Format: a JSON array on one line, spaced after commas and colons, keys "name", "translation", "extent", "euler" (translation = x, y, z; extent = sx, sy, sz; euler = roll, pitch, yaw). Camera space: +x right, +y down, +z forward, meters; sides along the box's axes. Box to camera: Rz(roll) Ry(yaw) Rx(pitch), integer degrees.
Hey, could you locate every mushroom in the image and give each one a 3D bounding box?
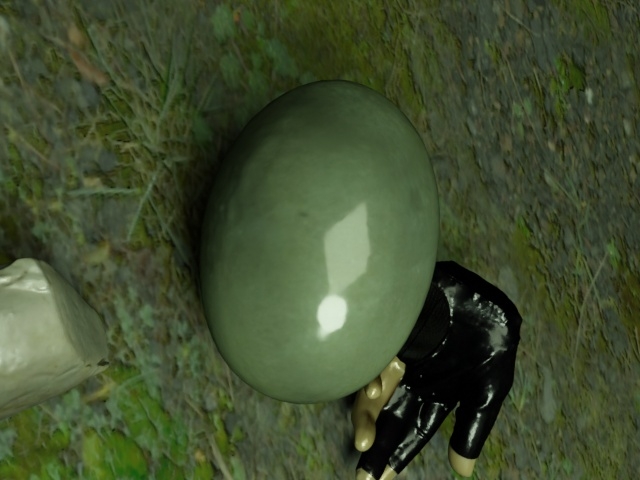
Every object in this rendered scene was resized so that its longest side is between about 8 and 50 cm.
[{"name": "mushroom", "translation": [-0.380, 0.123, 0.715], "extent": [0.408, 0.154, 0.137], "euler": [-19, 79, -29]}]

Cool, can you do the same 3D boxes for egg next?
[{"name": "egg", "translation": [0.000, 0.000, 0.874], "extent": [0.259, 0.258, 0.352], "euler": [20, 75, -26]}]

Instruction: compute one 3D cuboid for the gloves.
[{"name": "gloves", "translation": [0.135, 0.180, 0.993], "extent": [0.197, 0.152, 0.301], "euler": [32, 87, 12]}]
